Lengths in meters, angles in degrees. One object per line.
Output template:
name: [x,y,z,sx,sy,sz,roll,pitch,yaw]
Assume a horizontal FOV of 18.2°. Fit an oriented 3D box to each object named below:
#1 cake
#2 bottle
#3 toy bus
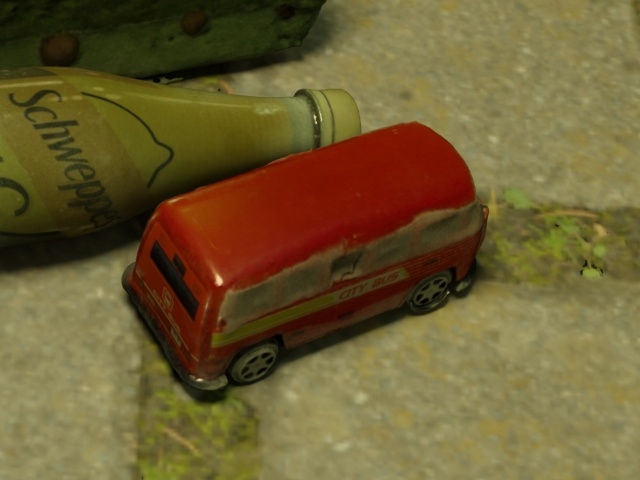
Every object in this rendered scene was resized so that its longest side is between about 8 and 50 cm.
cake: [-0.144,-0.179,1.002,0.284,0.158,0.172,-10,51,-23]
bottle: [-0.106,-0.044,0.941,0.270,0.083,0.083,-9,52,-24]
toy bus: [0.000,0.000,0.930,0.174,0.077,0.079,-20,57,-27]
